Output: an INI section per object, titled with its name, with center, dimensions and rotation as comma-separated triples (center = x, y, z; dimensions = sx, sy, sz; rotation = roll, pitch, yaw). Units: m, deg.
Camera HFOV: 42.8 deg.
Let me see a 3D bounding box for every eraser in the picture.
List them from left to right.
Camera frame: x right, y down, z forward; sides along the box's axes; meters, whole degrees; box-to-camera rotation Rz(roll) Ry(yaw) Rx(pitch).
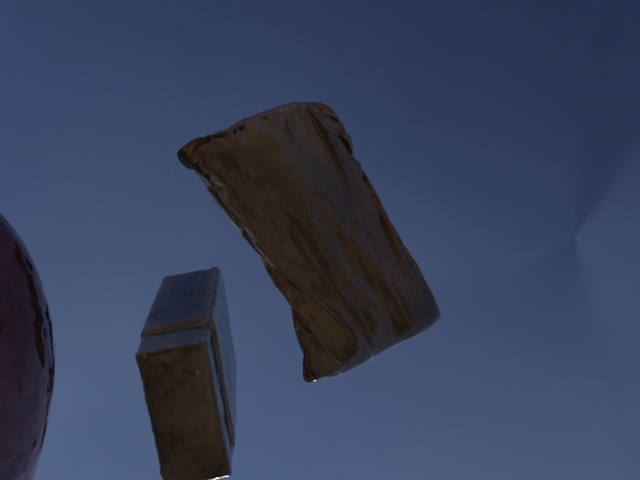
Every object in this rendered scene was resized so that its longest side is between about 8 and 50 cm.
[eraser]
center = -0.139, 0.132, 0.898
dimensions = 0.078, 0.343, 0.144
rotation = -10, -81, -4

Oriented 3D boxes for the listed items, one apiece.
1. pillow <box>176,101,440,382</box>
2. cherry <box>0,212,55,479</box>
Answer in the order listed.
[pillow]
center = 0.000, 0.000, 0.763
dimensions = 0.067, 0.173, 0.270
rotation = -17, -77, 56
[cherry]
center = -0.235, 0.071, 0.378
dimensions = 0.285, 0.213, 0.236
rotation = 13, -113, 48
